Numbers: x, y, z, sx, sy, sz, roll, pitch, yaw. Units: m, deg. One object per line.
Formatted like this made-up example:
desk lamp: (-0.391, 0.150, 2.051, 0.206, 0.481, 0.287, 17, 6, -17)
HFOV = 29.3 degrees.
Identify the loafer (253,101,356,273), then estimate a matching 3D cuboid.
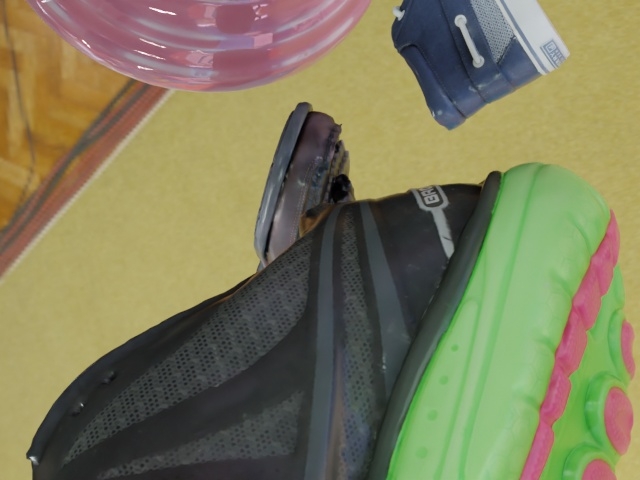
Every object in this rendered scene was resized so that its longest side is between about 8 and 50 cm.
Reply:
loafer: (0.000, 0.000, 0.999, 0.095, 0.109, 0.302, 19, 148, 4)

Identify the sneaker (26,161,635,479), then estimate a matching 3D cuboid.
sneaker: (-0.033, 0.152, 0.466, 0.202, 0.483, 0.185, 4, 129, 34)

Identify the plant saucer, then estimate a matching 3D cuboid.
plant saucer: (-0.096, -0.284, 0.983, 0.332, 0.332, 0.084, 64, 157, 10)

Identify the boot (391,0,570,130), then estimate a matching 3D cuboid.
boot: (0.072, -0.158, 0.739, 0.086, 0.069, 0.190, -32, 53, 16)
